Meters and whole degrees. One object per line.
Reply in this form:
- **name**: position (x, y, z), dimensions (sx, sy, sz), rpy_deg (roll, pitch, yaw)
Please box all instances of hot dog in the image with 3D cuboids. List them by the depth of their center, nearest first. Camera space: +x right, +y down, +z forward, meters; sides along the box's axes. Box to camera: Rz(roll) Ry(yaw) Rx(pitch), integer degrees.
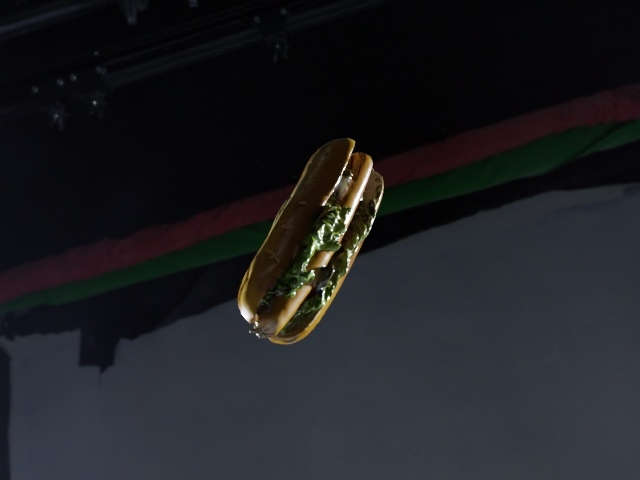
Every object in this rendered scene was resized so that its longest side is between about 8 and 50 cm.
- **hot dog**: position (0.000, 0.000, 0.783), dimensions (0.100, 0.337, 0.135), rpy_deg (-5, -46, 41)
